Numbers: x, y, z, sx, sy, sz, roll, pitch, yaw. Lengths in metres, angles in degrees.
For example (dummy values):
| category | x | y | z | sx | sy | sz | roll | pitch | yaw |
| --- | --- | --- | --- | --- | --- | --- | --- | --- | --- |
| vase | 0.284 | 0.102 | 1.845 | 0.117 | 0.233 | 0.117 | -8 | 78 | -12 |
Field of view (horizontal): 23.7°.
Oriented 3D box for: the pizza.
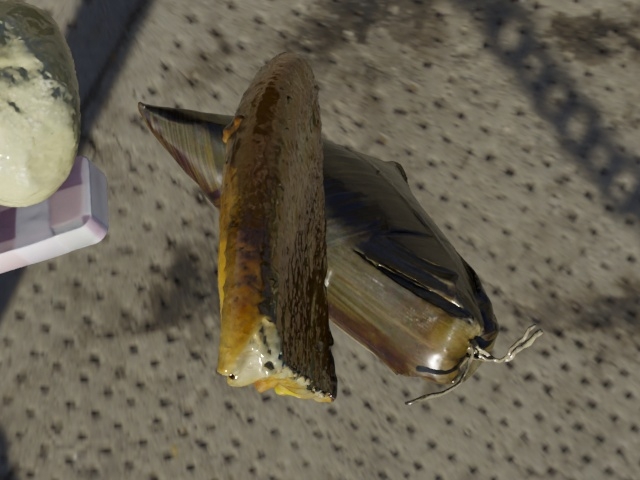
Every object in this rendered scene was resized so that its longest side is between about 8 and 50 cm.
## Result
| category | x | y | z | sx | sy | sz | roll | pitch | yaw |
| --- | --- | --- | --- | --- | --- | --- | --- | --- | --- |
| pizza | -0.016 | 0.010 | 0.695 | 0.036 | 0.176 | 0.185 | -2 | 58 | 8 |

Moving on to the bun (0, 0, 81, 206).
| category | x | y | z | sx | sy | sz | roll | pitch | yaw |
| --- | --- | --- | --- | --- | --- | --- | --- | --- | --- |
| bun | -0.133 | -0.055 | 0.613 | 0.055 | 0.086 | 0.086 | -6 | 103 | -37 |

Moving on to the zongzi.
| category | x | y | z | sx | sy | sz | roll | pitch | yaw |
| --- | --- | --- | --- | --- | --- | --- | --- | --- | --- |
| zongzi | 0.000 | 0.000 | 0.827 | 0.184 | 0.187 | 0.084 | 23 | 109 | -36 |

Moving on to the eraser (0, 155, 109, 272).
| category | x | y | z | sx | sy | sz | roll | pitch | yaw |
| --- | --- | --- | --- | --- | --- | --- | --- | --- | --- |
| eraser | -0.205 | -0.018 | 1.105 | 0.105 | 0.065 | 0.026 | -18 | 145 | 17 |
